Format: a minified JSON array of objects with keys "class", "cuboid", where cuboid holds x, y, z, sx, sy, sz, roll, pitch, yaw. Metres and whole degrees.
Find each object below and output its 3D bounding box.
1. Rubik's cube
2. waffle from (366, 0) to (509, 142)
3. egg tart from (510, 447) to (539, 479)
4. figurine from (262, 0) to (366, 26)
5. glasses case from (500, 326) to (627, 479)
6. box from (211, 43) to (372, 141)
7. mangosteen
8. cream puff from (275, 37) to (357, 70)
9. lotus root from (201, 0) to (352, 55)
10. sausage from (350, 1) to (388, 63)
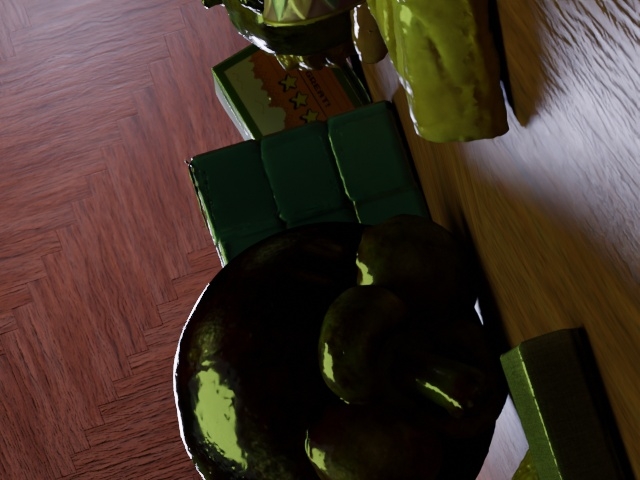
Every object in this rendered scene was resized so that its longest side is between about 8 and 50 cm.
[{"class":"Rubik's cube","cuboid":[0.000,0.000,1.996,0.221,0.224,0.231,88,165,-84]},{"class":"waffle","cuboid":[0.047,-0.197,1.172,0.274,0.057,0.168,-109,2,-48]},{"class":"egg tart","cuboid":[0.173,0.209,1.433,0.129,0.049,0.129,164,90,-89]},{"class":"figurine","cuboid":[-0.036,-0.304,1.423,0.189,0.142,0.263,-104,-4,-68]},{"class":"glasses case","cuboid":[0.165,0.157,1.127,0.071,0.047,0.205,109,144,-80]},{"class":"box","cuboid":[-0.027,-0.160,2.277,0.177,0.148,0.195,59,177,3]},{"class":"mangosteen","cuboid":[0.033,0.127,1.654,0.347,0.307,0.307,-27,79,59]},{"class":"cream puff","cuboid":[-0.014,-0.241,2.033,0.116,0.122,0.094,-61,-31,-46]},{"class":"lotus root","cuboid":[-0.031,-0.247,1.724,0.309,0.173,0.173,-117,9,-79]},{"class":"sausage","cuboid":[0.045,-0.199,1.602,0.186,0.043,0.043,82,170,-77]}]
